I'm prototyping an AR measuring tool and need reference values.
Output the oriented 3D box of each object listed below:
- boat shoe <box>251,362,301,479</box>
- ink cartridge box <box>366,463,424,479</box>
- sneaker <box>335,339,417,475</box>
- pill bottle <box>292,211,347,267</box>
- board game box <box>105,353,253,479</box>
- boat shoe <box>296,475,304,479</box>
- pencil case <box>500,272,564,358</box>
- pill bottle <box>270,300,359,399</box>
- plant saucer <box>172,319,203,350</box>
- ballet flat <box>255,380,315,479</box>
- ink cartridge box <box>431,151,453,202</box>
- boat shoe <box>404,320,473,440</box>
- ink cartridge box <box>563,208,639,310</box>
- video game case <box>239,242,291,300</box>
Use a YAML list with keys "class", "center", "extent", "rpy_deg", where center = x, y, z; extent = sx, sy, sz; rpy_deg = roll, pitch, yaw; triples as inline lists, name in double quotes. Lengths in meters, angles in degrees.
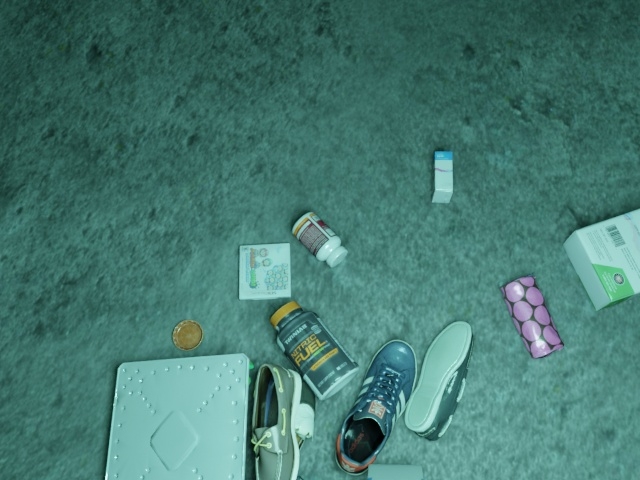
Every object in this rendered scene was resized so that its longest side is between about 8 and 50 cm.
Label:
- class: "boat shoe"
  center: [-0.113, 0.445, 1.406]
  extent: [0.116, 0.096, 0.324]
  rpy_deg: [-24, 48, 36]
- class: "ink cartridge box"
  center: [0.162, 0.664, 1.287]
  extent: [0.129, 0.223, 0.308]
  rpy_deg: [-1, 87, 6]
- class: "sneaker"
  center: [0.143, 0.399, 1.469]
  extent: [0.131, 0.148, 0.350]
  rpy_deg: [21, 72, 12]
- class: "pill bottle"
  center: [0.000, 0.000, 1.663]
  extent: [0.086, 0.086, 0.152]
  rpy_deg: [-41, 72, -11]
- class: "board game box"
  center: [-0.342, 0.484, 1.463]
  extent: [0.389, 0.050, 0.390]
  rpy_deg: [-9, 68, 22]
- class: "boat shoe"
  center: [0.016, 0.663, 1.412]
  extent: [0.254, 0.095, 0.079]
  rpy_deg: [39, 87, 26]
- class: "pencil case"
  center: [0.547, 0.195, 1.550]
  extent: [0.098, 0.095, 0.209]
  rpy_deg: [-7, 69, -25]
- class: "pill bottle"
  center: [-0.024, 0.272, 1.539]
  extent: [0.130, 0.130, 0.246]
  rpy_deg: [-38, 71, -10]
- class: "plant saucer"
  center: [-0.356, 0.256, 1.632]
  extent: [0.083, 0.013, 0.084]
  rpy_deg: [-2, 70, 4]
- class: "ballet flat"
  center: [-0.067, 0.486, 1.477]
  extent: [0.095, 0.096, 0.281]
  rpy_deg: [28, 74, -24]
- class: "ink cartridge box"
  center: [0.342, -0.177, 1.701]
  extent: [0.052, 0.088, 0.123]
  rpy_deg: [1, 70, 4]
- class: "boat shoe"
  center: [0.309, 0.348, 1.510]
  extent: [0.114, 0.091, 0.303]
  rpy_deg: [10, 64, 55]
- class: "ink cartridge box"
  center: [0.817, 0.037, 1.570]
  extent: [0.278, 0.117, 0.201]
  rpy_deg: [-18, 69, -2]
- class: "video game case"
  center: [-0.154, 0.086, 1.678]
  extent: [0.143, 0.019, 0.157]
  rpy_deg: [-3, 69, 3]
